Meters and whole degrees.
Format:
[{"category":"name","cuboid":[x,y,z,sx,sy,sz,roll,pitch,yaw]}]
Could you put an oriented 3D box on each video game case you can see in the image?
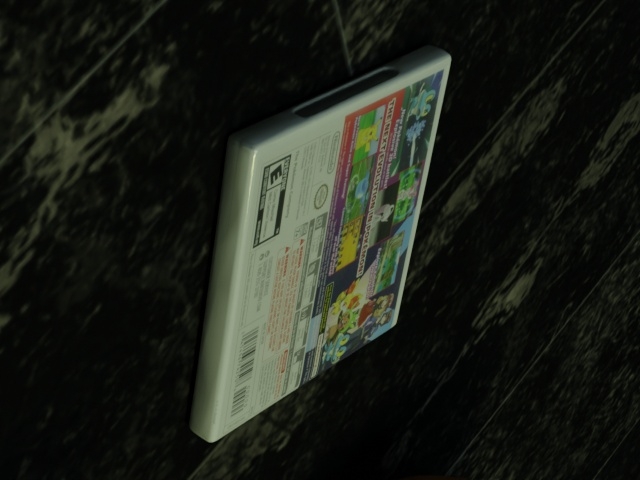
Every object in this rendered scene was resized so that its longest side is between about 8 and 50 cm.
[{"category":"video game case","cuboid":[0.000,0.000,0.989,0.183,0.023,0.201,-29,138,-45]}]

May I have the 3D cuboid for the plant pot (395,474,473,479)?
[{"category":"plant pot","cuboid":[0.094,0.303,1.197,0.291,0.291,0.203,77,32,-53]}]
